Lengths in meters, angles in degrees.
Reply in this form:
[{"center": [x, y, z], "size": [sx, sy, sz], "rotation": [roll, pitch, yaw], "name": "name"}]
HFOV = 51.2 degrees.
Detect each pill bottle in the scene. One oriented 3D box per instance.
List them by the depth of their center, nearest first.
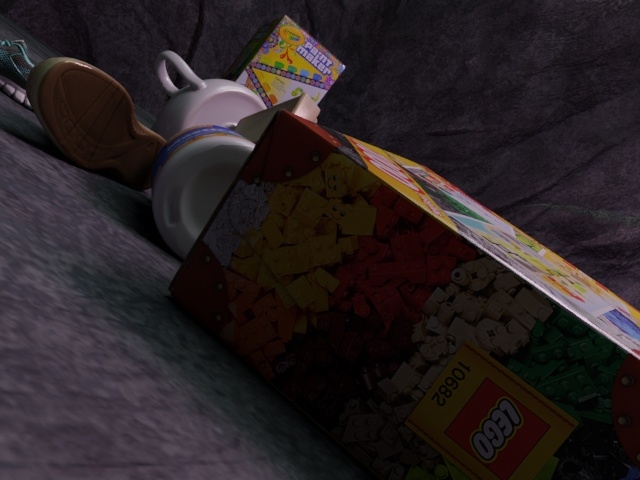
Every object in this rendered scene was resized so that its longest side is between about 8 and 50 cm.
[{"center": [-0.137, -0.068, 0.847], "size": [0.152, 0.152, 0.272], "rotation": [36, 3, -20], "name": "pill bottle"}]

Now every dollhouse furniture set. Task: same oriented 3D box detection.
[{"center": [-0.009, -0.072, 1.231], "size": [0.174, 0.303, 0.355], "rotation": [-10, -48, 45], "name": "dollhouse furniture set"}]

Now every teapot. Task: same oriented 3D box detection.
[{"center": [-0.230, -0.204, 1.312], "size": [0.253, 0.255, 0.187], "rotation": [15, 4, -45], "name": "teapot"}]

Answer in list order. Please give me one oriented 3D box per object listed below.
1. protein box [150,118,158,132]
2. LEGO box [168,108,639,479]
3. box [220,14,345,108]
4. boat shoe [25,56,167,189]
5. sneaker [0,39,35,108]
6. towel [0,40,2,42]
[{"center": [-0.284, -0.208, 1.588], "size": [0.200, 0.136, 0.201], "rotation": [35, 3, -36], "name": "protein box"}, {"center": [0.146, 0.072, 0.716], "size": [0.373, 0.193, 0.500], "rotation": [37, 13, 17], "name": "LEGO box"}, {"center": [-0.126, -0.348, 1.560], "size": [0.177, 0.279, 0.290], "rotation": [37, 2, -20], "name": "box"}, {"center": [-0.294, -0.152, 0.865], "size": [0.098, 0.109, 0.302], "rotation": [32, -4, 15], "name": "boat shoe"}, {"center": [-0.450, -0.258, 0.940], "size": [0.167, 0.076, 0.065], "rotation": [35, 2, -32], "name": "sneaker"}, {"center": [-0.573, -0.333, 0.989], "size": [0.187, 0.049, 0.282], "rotation": [39, 2, 21], "name": "towel"}]
